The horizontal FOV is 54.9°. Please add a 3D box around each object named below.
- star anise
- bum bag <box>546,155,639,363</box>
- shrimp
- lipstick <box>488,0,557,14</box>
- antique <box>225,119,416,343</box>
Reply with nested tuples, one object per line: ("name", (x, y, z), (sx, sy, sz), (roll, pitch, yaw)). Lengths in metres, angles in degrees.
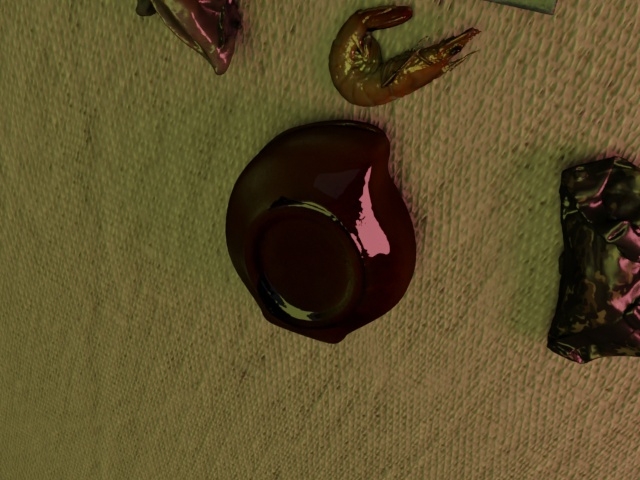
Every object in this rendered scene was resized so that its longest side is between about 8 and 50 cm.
("star anise", (-0.134, -0.298, 0.592), (0.198, 0.111, 0.257), (-26, 92, 55))
("bum bag", (0.299, 0.032, 0.647), (0.102, 0.069, 0.248), (3, 121, 17))
("shrimp", (0.079, -0.196, 0.623), (0.163, 0.045, 0.095), (-18, 90, 32))
("lipstick", (0.067, -0.270, 0.574), (0.312, 0.051, 0.051), (17, 123, 12))
("antique", (0.000, 0.000, 0.700), (0.224, 0.129, 0.278), (20, 125, 5))
